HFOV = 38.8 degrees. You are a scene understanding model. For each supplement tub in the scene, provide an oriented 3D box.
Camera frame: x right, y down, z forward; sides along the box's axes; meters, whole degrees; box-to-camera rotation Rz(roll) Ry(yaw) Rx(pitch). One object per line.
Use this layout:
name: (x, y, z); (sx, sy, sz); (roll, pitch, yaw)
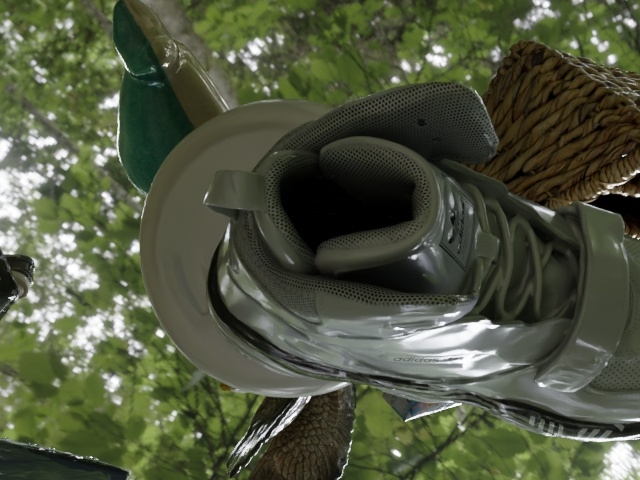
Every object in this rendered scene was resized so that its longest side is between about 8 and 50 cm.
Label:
supplement tub: (0.000, 0.000, 0.836); (0.235, 0.325, 0.235); (1, -87, 13)

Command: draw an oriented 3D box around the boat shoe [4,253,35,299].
boat shoe: (-0.529, 0.055, 1.369); (0.206, 0.075, 0.065); (-3, -138, 8)

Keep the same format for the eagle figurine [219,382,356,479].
eagle figurine: (-0.035, 0.186, 1.180); (0.225, 0.226, 0.298); (-46, -140, 39)

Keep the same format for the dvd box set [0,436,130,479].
dvd box set: (-0.440, 0.213, 0.871); (0.420, 0.307, 0.062); (1, -109, 17)

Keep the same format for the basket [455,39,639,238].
basket: (0.309, -0.044, 0.923); (0.223, 0.299, 0.213); (50, -56, 44)

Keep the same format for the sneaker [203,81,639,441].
sneaker: (0.107, 0.024, 0.513); (0.366, 0.210, 0.137); (8, -109, 3)

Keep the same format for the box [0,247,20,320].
box: (-0.207, -0.043, 0.262); (0.045, 0.184, 0.190); (-46, -115, 33)

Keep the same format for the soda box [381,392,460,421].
soda box: (0.190, 0.234, 1.468); (0.063, 0.183, 0.058); (45, -52, 37)

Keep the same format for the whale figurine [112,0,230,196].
whale figurine: (-0.179, -0.140, 1.022); (0.141, 0.272, 0.216); (-30, -121, -4)
